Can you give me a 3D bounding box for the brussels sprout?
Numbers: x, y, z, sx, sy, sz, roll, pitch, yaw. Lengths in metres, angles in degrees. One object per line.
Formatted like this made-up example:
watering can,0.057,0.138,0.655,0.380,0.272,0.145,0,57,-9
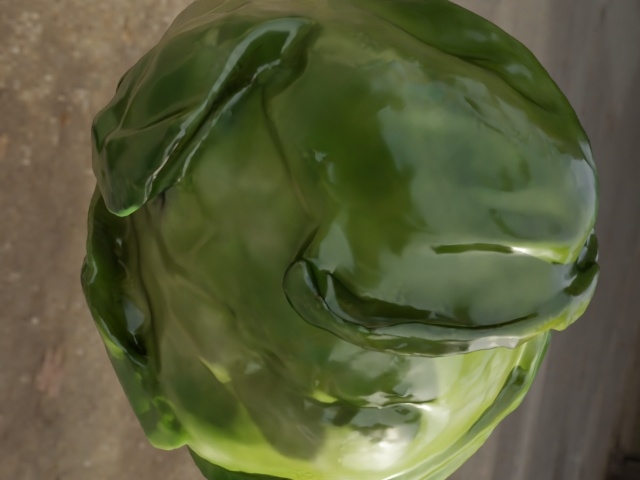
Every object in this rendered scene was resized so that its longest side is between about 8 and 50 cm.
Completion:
brussels sprout,0.002,-0.002,0.762,0.294,0.227,0.259,48,-40,46
